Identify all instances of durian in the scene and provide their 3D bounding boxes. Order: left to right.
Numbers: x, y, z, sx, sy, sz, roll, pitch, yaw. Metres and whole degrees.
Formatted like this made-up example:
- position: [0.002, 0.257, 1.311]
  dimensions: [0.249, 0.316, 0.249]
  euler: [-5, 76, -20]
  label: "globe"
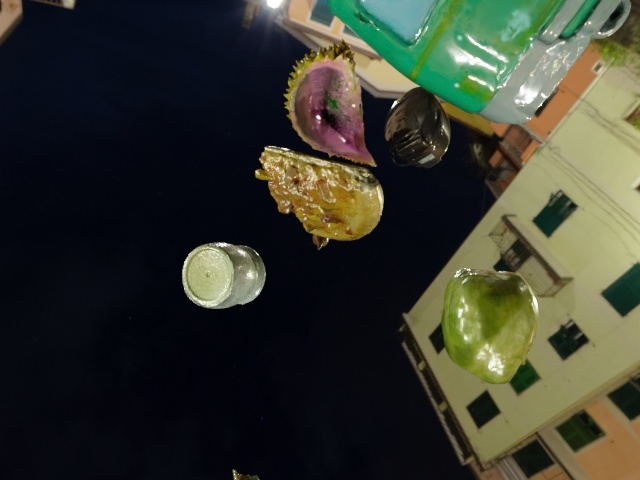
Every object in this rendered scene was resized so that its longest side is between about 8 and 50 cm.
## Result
- position: [0.013, -0.285, 0.896]
  dimensions: [0.186, 0.261, 0.154]
  euler: [-15, -135, -15]
  label: "durian"

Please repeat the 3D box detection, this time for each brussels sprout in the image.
- position: [0.305, 0.153, 0.771]
  dimensions: [0.223, 0.161, 0.223]
  euler: [21, -117, -48]
  label: "brussels sprout"

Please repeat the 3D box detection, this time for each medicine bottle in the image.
- position: [-0.217, 0.079, 0.975]
  dimensions: [0.147, 0.147, 0.143]
  euler: [41, -169, 17]
  label: "medicine bottle"

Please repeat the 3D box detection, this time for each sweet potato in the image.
- position: [0.000, 0.000, 1.197]
  dimensions: [0.049, 0.049, 0.117]
  euler: [23, -156, -5]
  label: "sweet potato"

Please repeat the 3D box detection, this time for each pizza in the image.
- position: [0.027, -0.059, 0.822]
  dimensions: [0.268, 0.258, 0.087]
  euler: [18, -108, 34]
  label: "pizza"

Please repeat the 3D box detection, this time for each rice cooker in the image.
- position: [0.225, -0.258, 0.988]
  dimensions: [0.118, 0.142, 0.203]
  euler: [28, -126, -36]
  label: "rice cooker"

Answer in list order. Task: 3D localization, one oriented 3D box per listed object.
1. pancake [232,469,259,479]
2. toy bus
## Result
- position: [-0.243, 0.622, 0.767]
  dimensions: [0.426, 0.067, 0.305]
  euler: [-21, -110, 2]
  label: "pancake"
- position: [0.122, -0.254, 0.377]
  dimensions: [0.199, 0.184, 0.344]
  euler: [25, -147, -5]
  label: "toy bus"
